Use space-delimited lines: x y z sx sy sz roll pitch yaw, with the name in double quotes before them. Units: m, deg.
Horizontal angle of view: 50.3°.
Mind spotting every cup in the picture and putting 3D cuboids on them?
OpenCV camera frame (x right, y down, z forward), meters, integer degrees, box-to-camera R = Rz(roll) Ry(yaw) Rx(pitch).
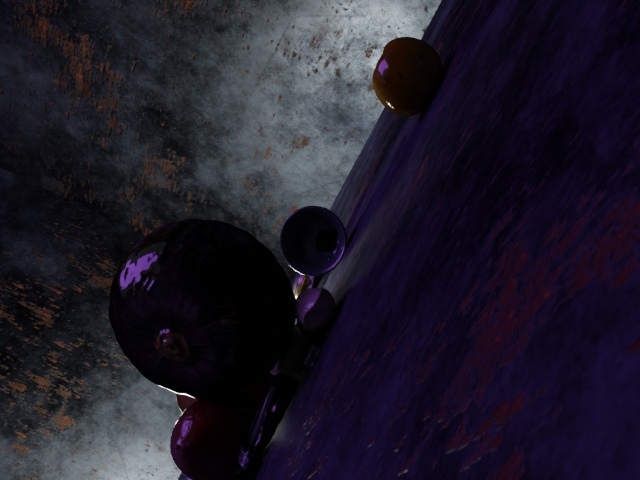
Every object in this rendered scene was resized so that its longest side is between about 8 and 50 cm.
"cup" 0.000 0.000 1.979 0.199 0.199 0.150 -64 -15 9

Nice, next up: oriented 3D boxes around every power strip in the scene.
"power strip" -0.020 0.247 1.511 0.136 0.019 0.051 173 121 -86

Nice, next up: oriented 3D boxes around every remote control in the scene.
"remote control" -0.133 0.423 1.542 0.266 0.066 0.090 -64 -1 2

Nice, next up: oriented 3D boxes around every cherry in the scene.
"cherry" -0.257 0.473 1.652 0.239 0.239 0.206 -63 27 17

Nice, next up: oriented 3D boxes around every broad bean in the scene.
"broad bean" 0.010 0.047 2.222 0.077 0.061 0.339 108 -175 -49

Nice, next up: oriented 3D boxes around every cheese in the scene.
"cheese" -0.056 0.241 1.717 0.255 0.050 0.127 -79 13 -61
"cheese" -0.060 0.175 2.363 0.156 0.064 0.250 -66 -9 -46

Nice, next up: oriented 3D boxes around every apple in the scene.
"apple" 0.205 -0.397 1.643 0.182 0.155 0.182 -155 90 -84

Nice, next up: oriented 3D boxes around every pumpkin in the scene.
"pumpkin" -0.274 0.160 1.610 0.454 0.454 0.344 -62 -2 35

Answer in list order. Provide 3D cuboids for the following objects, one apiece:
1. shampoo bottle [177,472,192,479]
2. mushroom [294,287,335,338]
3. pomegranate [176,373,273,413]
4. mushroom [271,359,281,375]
"shampoo bottle" -0.324 0.692 1.804 0.222 0.151 0.349 -28 34 62
"mushroom" -0.015 0.160 1.517 0.212 0.088 0.097 109 155 -70
"pomegranate" -0.282 0.412 1.977 0.319 0.319 0.319 -154 90 -87
"mushroom" -0.074 0.291 1.835 0.202 0.054 0.059 -58 26 26
